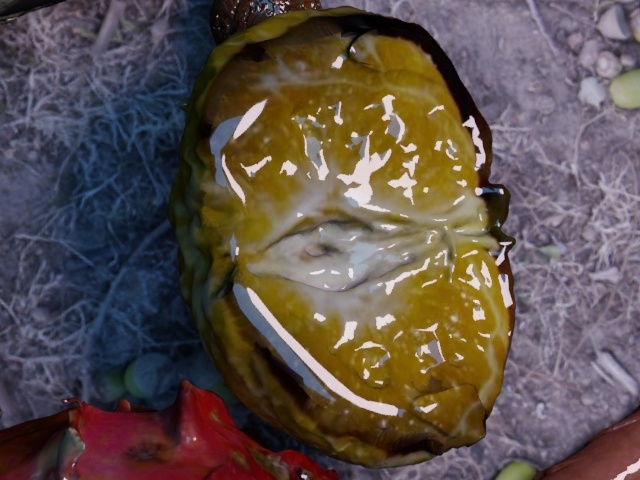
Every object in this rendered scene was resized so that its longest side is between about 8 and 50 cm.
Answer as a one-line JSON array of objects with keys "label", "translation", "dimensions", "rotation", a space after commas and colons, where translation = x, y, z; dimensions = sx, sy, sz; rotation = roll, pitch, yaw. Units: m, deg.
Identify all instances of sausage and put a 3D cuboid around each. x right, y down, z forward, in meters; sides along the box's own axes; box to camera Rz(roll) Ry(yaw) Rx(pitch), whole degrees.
[{"label": "sausage", "translation": [0.328, 0.160, 1.195], "dimensions": [0.433, 0.088, 0.088], "rotation": [-34, 89, -11]}]

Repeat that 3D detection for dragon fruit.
[{"label": "dragon fruit", "translation": [-0.101, 0.264, 0.959], "dimensions": [0.386, 0.249, 0.371], "rotation": [55, 38, -7]}]

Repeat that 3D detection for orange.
[{"label": "orange", "translation": [0.000, 0.000, 1.092], "dimensions": [0.271, 0.210, 0.368], "rotation": [-4, 83, -34]}]

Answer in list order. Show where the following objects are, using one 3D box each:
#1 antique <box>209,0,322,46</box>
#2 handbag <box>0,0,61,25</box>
[{"label": "antique", "translation": [-0.046, -0.191, 1.171], "dimensions": [0.104, 0.104, 0.104], "rotation": [1, 82, -10]}, {"label": "handbag", "translation": [-0.238, -0.396, 1.125], "dimensions": [0.317, 0.180, 0.416], "rotation": [-19, 75, -9]}]
